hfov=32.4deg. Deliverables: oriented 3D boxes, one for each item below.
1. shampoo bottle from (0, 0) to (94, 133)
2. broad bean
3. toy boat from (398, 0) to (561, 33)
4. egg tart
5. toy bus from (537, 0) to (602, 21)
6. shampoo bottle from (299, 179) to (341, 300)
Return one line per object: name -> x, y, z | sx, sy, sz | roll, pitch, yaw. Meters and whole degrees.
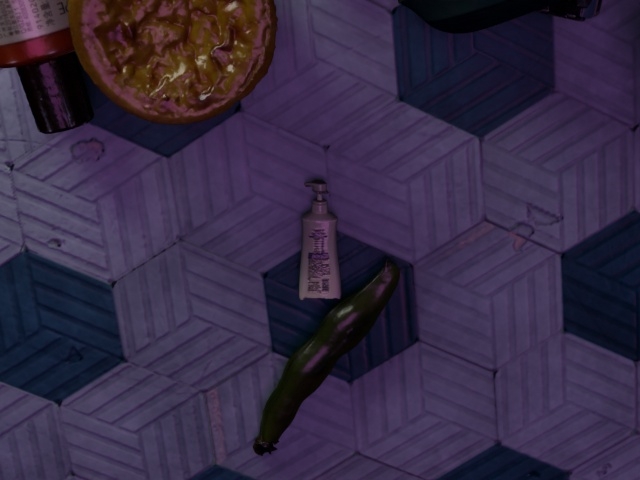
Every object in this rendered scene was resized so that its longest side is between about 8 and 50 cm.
shampoo bottle -> -0.297, -0.244, 1.108 | 0.104, 0.104, 0.278 | -14, 110, 1
broad bean -> -0.004, 0.140, 1.290 | 0.060, 0.043, 0.297 | 26, 108, -40
toy boat -> 0.199, -0.282, 1.077 | 0.296, 0.114, 0.122 | -11, 101, 36
egg tart -> -0.144, -0.227, 1.101 | 0.203, 0.147, 0.202 | -2, 110, -5
toy bus -> 0.271, -0.294, 1.143 | 0.060, 0.075, 0.123 | 20, 111, 30
shampoo bottle -> 0.000, 0.000, 1.249 | 0.049, 0.034, 0.141 | 1, 109, 3
